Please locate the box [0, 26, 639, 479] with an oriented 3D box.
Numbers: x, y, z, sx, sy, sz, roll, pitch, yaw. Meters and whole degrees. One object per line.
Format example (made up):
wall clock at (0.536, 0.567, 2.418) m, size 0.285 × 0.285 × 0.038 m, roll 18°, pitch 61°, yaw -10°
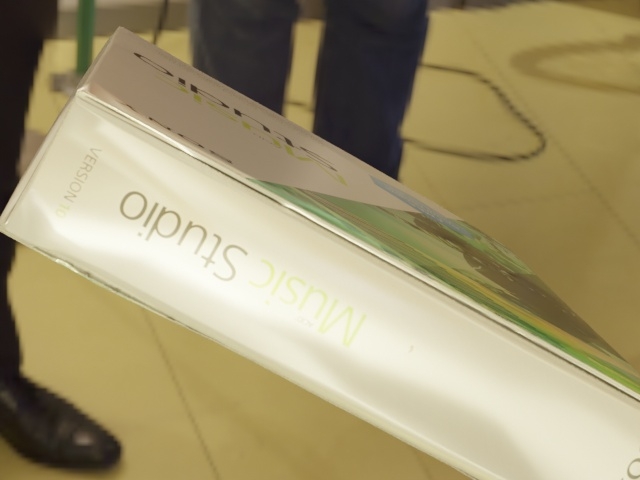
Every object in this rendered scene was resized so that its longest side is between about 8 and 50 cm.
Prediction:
box at (0.000, 0.000, 0.669) m, size 0.232 × 0.058 × 0.322 m, roll 29°, pitch 8°, yaw -10°
